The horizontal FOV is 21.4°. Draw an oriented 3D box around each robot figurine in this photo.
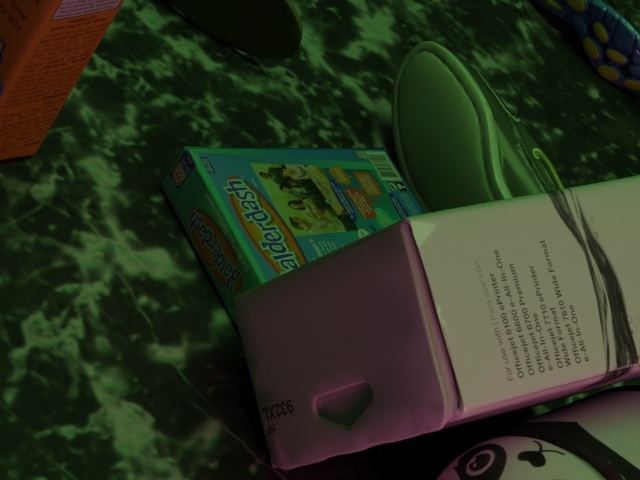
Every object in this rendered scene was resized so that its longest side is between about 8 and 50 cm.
[{"bbox_3d":[0.185,0.192,1.143,0.278,0.209,0.174,-13,72,-47],"label":"robot figurine"}]

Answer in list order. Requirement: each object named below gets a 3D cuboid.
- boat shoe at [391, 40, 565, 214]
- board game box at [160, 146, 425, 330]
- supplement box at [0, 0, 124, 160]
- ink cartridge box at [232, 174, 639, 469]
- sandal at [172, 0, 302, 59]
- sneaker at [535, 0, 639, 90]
[{"bbox_3d":[0.153,-0.036,1.431,0.091,0.109,0.305,0,56,-41],"label":"boat shoe"},{"bbox_3d":[0.000,0.000,1.306,0.210,0.047,0.160,-1,51,-42],"label":"board game box"},{"bbox_3d":[-0.197,-0.152,1.149,0.080,0.233,0.078,-23,67,-47],"label":"supplement box"},{"bbox_3d":[0.130,0.049,1.149,0.307,0.223,0.129,-10,81,-34],"label":"ink cartridge box"},{"bbox_3d":[-0.112,-0.249,1.452,0.240,0.088,0.079,27,43,-6],"label":"sandal"},{"bbox_3d":[0.299,-0.239,1.808,0.078,0.067,0.188,-18,61,-45],"label":"sneaker"}]
